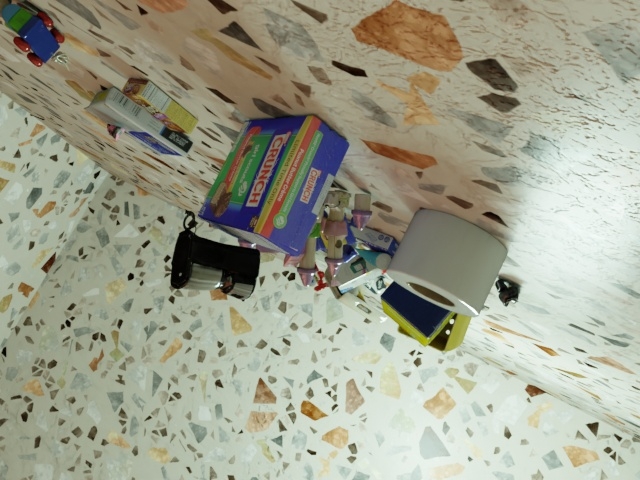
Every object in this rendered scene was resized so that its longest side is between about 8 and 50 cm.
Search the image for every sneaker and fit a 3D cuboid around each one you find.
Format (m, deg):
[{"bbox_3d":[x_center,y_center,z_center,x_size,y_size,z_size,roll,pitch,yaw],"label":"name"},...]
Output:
[{"bbox_3d":[-0.694,-0.369,2.018,0.057,0.047,0.119,43,166,-20],"label":"sneaker"},{"bbox_3d":[0.210,0.161,2.519,0.153,0.094,0.235,26,171,7],"label":"sneaker"}]

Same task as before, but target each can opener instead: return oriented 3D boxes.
[{"bbox_3d":[0.538,0.157,1.705,0.059,0.073,0.186,-18,156,17],"label":"can opener"}]

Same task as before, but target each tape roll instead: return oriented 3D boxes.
[{"bbox_3d":[0.301,0.056,1.447,0.246,0.169,0.246,28,171,5],"label":"tape roll"}]

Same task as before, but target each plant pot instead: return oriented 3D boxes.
[{"bbox_3d":[0.449,0.288,2.234,0.212,0.212,0.187,20,180,41],"label":"plant pot"}]

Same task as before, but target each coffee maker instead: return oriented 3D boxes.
[{"bbox_3d":[-0.229,0.040,1.353,0.178,0.171,0.120,13,-172,-36],"label":"coffee maker"}]

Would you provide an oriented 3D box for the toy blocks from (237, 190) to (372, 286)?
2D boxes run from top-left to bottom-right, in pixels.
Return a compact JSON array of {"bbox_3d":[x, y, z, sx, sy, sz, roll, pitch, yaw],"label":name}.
[{"bbox_3d":[-0.037,0.000,1.552,0.288,0.260,0.308,0,-172,-36],"label":"toy blocks"}]

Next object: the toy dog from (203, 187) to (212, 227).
[{"bbox_3d":[-0.455,-0.112,2.742,0.220,0.161,0.334,25,170,19],"label":"toy dog"}]

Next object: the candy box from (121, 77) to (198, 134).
[{"bbox_3d":[-0.439,-0.367,1.646,0.109,0.053,0.186,20,167,43],"label":"candy box"}]

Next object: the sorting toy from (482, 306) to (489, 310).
[{"bbox_3d":[0.569,0.239,2.152,0.062,0.012,0.083,26,170,11],"label":"sorting toy"}]

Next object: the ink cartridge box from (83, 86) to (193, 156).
[{"bbox_3d":[-0.605,-0.385,1.995,0.303,0.072,0.307,33,172,-32],"label":"ink cartridge box"}]

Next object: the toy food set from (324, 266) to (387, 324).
[{"bbox_3d":[0.149,0.218,2.550,0.219,0.092,0.306,33,-170,-21],"label":"toy food set"}]

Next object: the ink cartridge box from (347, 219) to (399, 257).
[{"bbox_3d":[0.150,-0.008,1.912,0.207,0.046,0.097,22,171,31],"label":"ink cartridge box"}]

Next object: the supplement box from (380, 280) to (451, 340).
[{"bbox_3d":[0.333,0.201,1.946,0.195,0.194,0.356,41,175,15],"label":"supplement box"}]

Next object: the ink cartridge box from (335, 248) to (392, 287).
[{"bbox_3d":[0.157,0.095,2.125,0.134,0.230,0.078,62,-177,-73],"label":"ink cartridge box"}]

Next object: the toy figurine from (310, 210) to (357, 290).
[{"bbox_3d":[0.020,-0.052,1.828,0.191,0.217,0.363,-36,-76,-77],"label":"toy figurine"}]

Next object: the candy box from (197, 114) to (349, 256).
[{"bbox_3d":[-0.113,-0.128,1.330,0.122,0.268,0.317,30,171,-34],"label":"candy box"}]

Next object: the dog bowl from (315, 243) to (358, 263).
[{"bbox_3d":[0.000,0.000,2.212,0.264,0.104,0.265,28,171,5],"label":"dog bowl"}]

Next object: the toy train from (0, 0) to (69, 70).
[{"bbox_3d":[-0.744,-0.526,1.545,0.143,0.105,0.248,38,171,-1],"label":"toy train"}]

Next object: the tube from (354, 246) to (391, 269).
[{"bbox_3d":[0.170,0.057,1.947,0.080,0.052,0.207,43,174,-14],"label":"tube"}]
